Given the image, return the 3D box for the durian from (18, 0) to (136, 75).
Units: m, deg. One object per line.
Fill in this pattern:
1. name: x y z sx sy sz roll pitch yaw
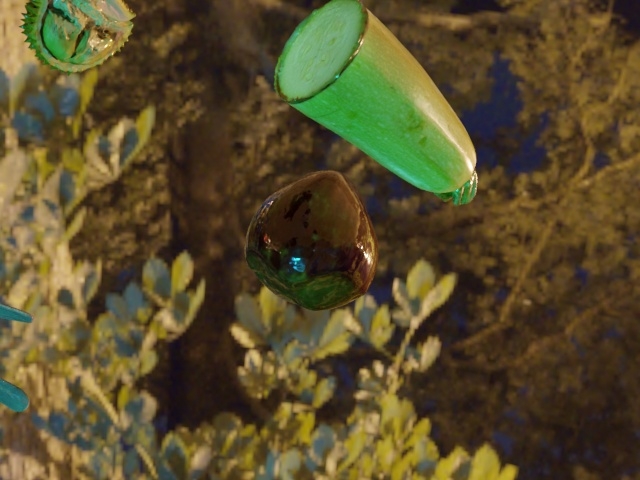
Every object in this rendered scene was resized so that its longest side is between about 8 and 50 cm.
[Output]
1. durian: -0.342 -0.309 1.497 0.102 0.208 0.146 32 -109 30

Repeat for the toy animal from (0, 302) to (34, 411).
1. toy animal: -0.477 0.141 1.403 0.255 0.239 0.176 26 -151 -42

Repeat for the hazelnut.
1. hazelnut: 0.000 0.000 1.738 0.218 0.218 0.234 1 169 -13

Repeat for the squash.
1. squash: 0.062 -0.089 0.891 0.224 0.094 0.094 38 178 -39
